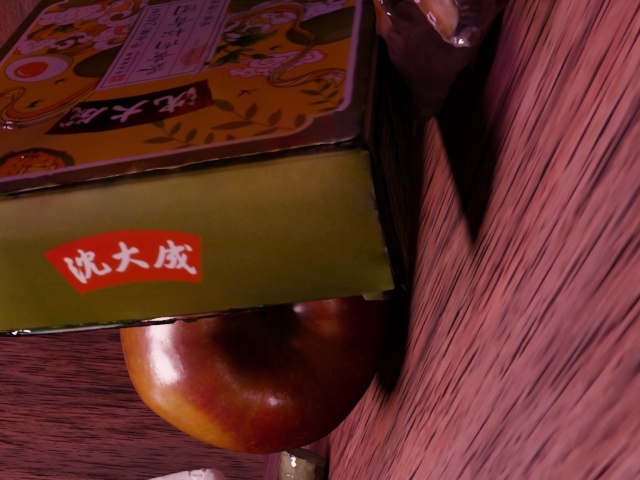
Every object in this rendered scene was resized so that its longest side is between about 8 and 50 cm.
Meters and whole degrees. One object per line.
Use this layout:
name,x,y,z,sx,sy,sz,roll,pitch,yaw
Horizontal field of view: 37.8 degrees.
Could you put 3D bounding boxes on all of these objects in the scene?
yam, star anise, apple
yam,-0.033,0.383,1.354,0.078,0.078,0.179,-110,25,-77
star anise,0.080,-0.255,0.638,0.292,0.109,0.349,-137,51,-73
apple,-0.069,0.066,0.942,0.317,0.288,0.288,163,113,-73

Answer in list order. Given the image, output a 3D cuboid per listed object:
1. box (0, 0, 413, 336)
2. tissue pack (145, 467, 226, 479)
box,-0.112,-0.110,0.807,0.420,0.373,0.138,-80,-20,-53
tissue pack,-0.163,0.529,1.335,0.266,0.194,0.356,-99,-10,-50
